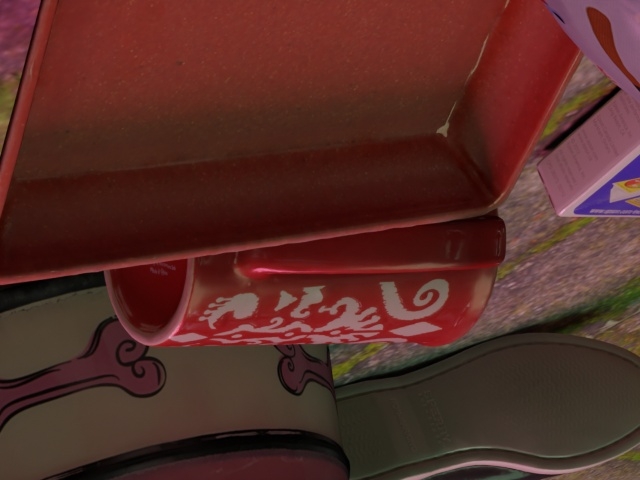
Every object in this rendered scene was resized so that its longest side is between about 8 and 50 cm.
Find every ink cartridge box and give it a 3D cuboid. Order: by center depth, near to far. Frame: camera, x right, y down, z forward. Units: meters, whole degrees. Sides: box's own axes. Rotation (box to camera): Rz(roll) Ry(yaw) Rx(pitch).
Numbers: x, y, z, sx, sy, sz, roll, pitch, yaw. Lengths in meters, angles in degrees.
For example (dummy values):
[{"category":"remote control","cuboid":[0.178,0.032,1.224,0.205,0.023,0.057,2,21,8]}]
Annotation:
[{"category":"ink cartridge box","cuboid":[0.261,-0.083,1.008,0.206,0.045,0.208,0,149,-44]}]

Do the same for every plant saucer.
[{"category":"plant saucer","cuboid":[0.005,-0.102,0.655,0.259,0.047,0.258,-8,139,-32]}]

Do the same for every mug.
[{"category":"mug","cuboid":[-0.004,-0.008,0.841,0.169,0.113,0.150,-2,155,-33]}]

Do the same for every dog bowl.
[{"category":"dog bowl","cuboid":[-0.162,0.175,1.041,0.408,0.150,0.408,-20,157,-9]}]

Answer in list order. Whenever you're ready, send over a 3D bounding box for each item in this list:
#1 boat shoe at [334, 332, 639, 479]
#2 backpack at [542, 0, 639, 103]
[{"category":"boat shoe","cuboid":[0.104,0.143,1.293,0.303,0.114,0.091,-5,153,-13]},{"category":"backpack","cuboid":[0.147,-0.137,0.405,0.276,0.213,0.263,-44,130,-2]}]
